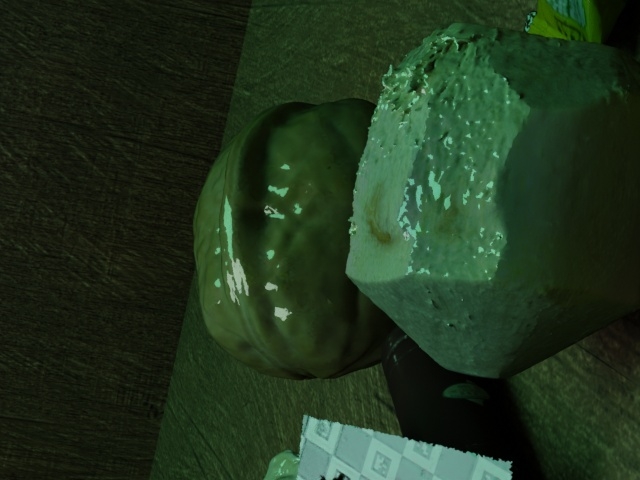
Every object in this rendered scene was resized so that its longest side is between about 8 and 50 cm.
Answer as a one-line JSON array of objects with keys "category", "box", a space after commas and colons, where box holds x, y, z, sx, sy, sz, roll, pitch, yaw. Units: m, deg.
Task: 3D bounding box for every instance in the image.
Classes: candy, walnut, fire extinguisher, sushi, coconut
[{"category": "candy", "box": [0.288, -0.308, 1.410, 0.187, 0.081, 0.297, -116, 39, -62]}, {"category": "walnut", "box": [0.000, 0.000, 1.790, 0.381, 0.381, 0.381, -170, 90, -74]}, {"category": "fire extinguisher", "box": [0.157, 0.215, 1.495, 0.135, 0.114, 0.337, -28, 33, 10]}, {"category": "sushi", "box": [0.085, 0.291, 1.402, 0.279, 0.043, 0.192, 6, 93, 43]}, {"category": "coconut", "box": [0.168, -0.026, 1.287, 0.297, 0.297, 0.309, 172, 111, -74]}]

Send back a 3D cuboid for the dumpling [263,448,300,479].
[{"category": "dumpling", "box": [-0.019, 0.428, 1.960, 0.179, 0.131, 0.252, -2, 89, 52]}]
